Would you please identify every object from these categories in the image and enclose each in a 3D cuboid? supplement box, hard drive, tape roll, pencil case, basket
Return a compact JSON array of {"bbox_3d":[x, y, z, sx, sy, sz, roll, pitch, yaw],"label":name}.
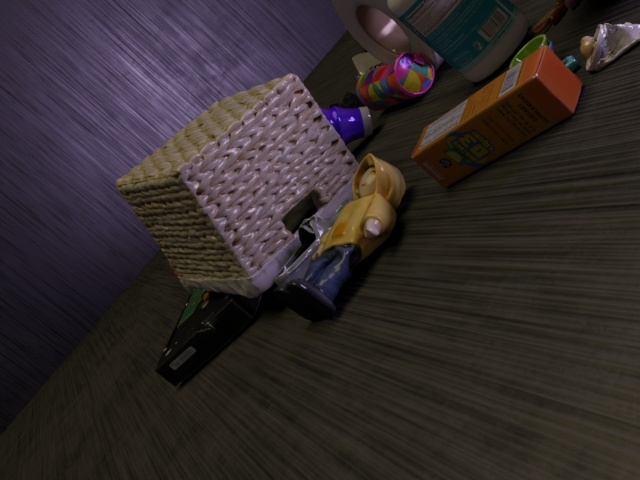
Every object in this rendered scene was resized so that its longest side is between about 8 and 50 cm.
[{"bbox_3d":[0.231,-0.159,1.068,0.233,0.078,0.080,-32,25,49],"label":"supplement box"},{"bbox_3d":[-0.202,0.121,1.614,0.237,0.064,0.339,-42,16,21],"label":"hard drive"},{"bbox_3d":[0.162,-0.478,1.684,0.100,0.286,0.286,-51,15,-10],"label":"tape roll"},{"bbox_3d":[0.157,-0.346,1.718,0.104,0.104,0.236,-51,17,-10],"label":"pencil case"},{"bbox_3d":[-0.149,-0.100,1.479,0.328,0.266,0.331,-45,23,-25],"label":"basket"}]

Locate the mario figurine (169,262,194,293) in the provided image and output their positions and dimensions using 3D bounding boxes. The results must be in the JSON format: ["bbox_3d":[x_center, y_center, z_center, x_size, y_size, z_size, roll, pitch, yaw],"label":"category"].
[{"bbox_3d":[-0.261,-0.004,1.849,0.320,0.170,0.198,-39,4,37],"label":"mario figurine"}]

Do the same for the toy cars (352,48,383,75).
[{"bbox_3d":[0.236,-0.510,1.929,0.177,0.087,0.393,21,67,36],"label":"toy cars"}]

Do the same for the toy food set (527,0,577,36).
[{"bbox_3d":[0.389,-0.381,1.296,0.122,0.019,0.078,-43,15,18],"label":"toy food set"}]

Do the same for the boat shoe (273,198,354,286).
[{"bbox_3d":[-0.001,0.001,1.310,0.079,0.081,0.227,-25,27,56],"label":"boat shoe"}]

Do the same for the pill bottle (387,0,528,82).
[{"bbox_3d":[0.217,-0.406,1.358,0.146,0.264,0.146,-48,12,14],"label":"pill bottle"}]

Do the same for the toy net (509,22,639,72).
[{"bbox_3d":[0.329,-0.243,1.066,0.122,0.045,0.232,-52,15,-17],"label":"toy net"}]

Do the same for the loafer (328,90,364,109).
[{"bbox_3d":[0.047,-0.338,2.086,0.170,0.061,0.062,-34,21,45],"label":"loafer"}]

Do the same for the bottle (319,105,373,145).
[{"bbox_3d":[-0.030,-0.233,1.728,0.283,0.118,0.092,-11,44,-4],"label":"bottle"}]

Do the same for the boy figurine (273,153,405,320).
[{"bbox_3d":[0.049,-0.014,1.196,0.285,0.092,0.177,-58,14,-22],"label":"boy figurine"}]
